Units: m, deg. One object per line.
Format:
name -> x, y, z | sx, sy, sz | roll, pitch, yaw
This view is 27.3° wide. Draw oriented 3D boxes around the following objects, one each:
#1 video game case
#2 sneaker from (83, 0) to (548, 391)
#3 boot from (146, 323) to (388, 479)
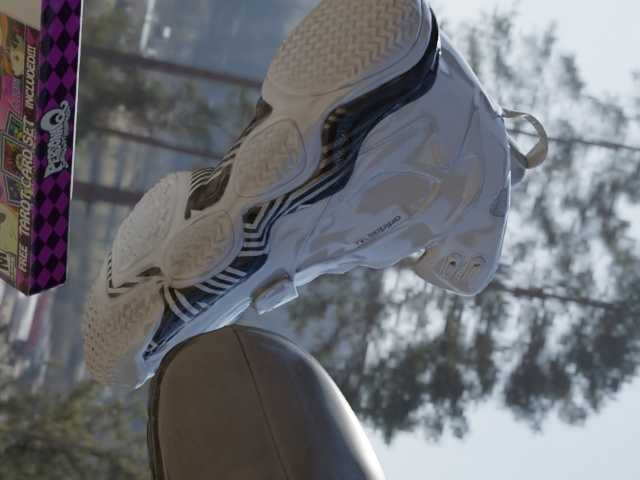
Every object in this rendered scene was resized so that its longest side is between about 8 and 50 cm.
video game case -> -0.250, -0.106, 0.912 | 0.042, 0.210, 0.232 | -24, 134, -45
sneaker -> 0.000, 0.000, 0.962 | 0.366, 0.210, 0.137 | -48, -148, 14
boot -> 0.032, 0.159, 0.534 | 0.338, 0.118, 0.223 | 67, -24, 17
